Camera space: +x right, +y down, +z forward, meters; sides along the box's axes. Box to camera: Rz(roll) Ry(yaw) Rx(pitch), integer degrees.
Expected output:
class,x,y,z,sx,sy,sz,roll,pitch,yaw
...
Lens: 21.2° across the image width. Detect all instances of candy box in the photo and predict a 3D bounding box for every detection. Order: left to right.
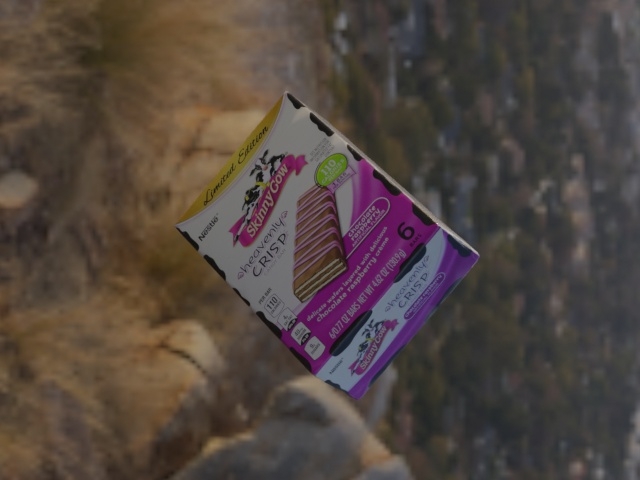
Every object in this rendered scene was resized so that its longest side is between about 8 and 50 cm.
class,x,y,z,sx,sy,sz,roll,pitch,yaw
candy box,0.000,0.000,1.436,0.159,0.233,0.071,-51,138,4
